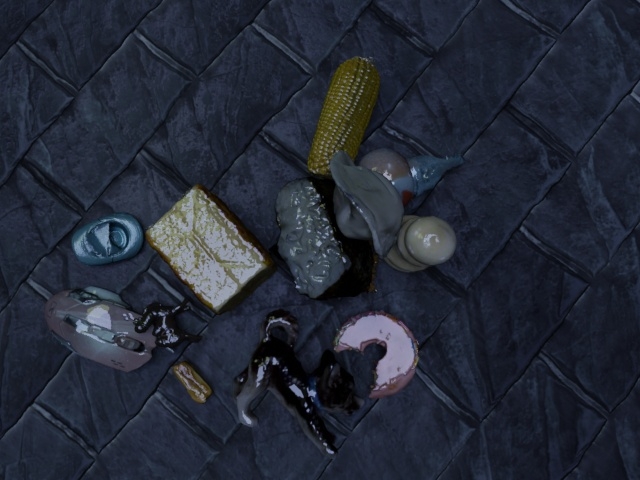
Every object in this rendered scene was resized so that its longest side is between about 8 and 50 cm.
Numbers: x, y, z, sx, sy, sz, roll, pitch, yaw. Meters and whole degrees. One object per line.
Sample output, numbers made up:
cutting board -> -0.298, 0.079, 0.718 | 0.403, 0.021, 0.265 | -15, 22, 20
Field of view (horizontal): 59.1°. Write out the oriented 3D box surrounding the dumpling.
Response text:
dumpling -> 0.088, -0.093, 1.344 | 0.243, 0.227, 0.175 | 36, 98, 30

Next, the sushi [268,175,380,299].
sushi -> 0.000, 0.000, 1.507 | 0.234, 0.208, 0.348 | -29, 70, 35

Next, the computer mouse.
computer mouse -> -0.591, 0.250, 1.546 | 0.389, 0.115, 0.199 | 21, 89, 5

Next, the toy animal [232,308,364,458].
toy animal -> -0.044, 0.362, 1.474 | 0.344, 0.194, 0.302 | 21, 91, -1

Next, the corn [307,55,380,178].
corn -> 0.063, -0.329, 1.534 | 0.144, 0.144, 0.387 | 17, 73, 4

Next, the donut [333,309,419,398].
donut -> 0.159, 0.294, 1.524 | 0.199, 0.085, 0.232 | -35, 84, -1

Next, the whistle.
whistle -> 0.235, -0.163, 1.528 | 0.348, 0.189, 0.189 | -12, 84, -11

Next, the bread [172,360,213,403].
bread -> -0.349, 0.387, 1.542 | 0.053, 0.074, 0.132 | -41, 86, -13

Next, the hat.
hat -> -0.597, -0.002, 1.591 | 0.191, 0.078, 0.138 | -18, 92, -18

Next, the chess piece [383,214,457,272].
chess piece -> 0.253, 0.008, 1.433 | 0.167, 0.300, 0.166 | 0, 90, -5

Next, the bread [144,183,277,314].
bread -> -0.273, 0.030, 1.476 | 0.207, 0.279, 0.279 | -43, 87, -4

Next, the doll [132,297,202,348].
doll -> -0.420, 0.232, 1.540 | 0.165, 0.057, 0.139 | -14, 84, -25
